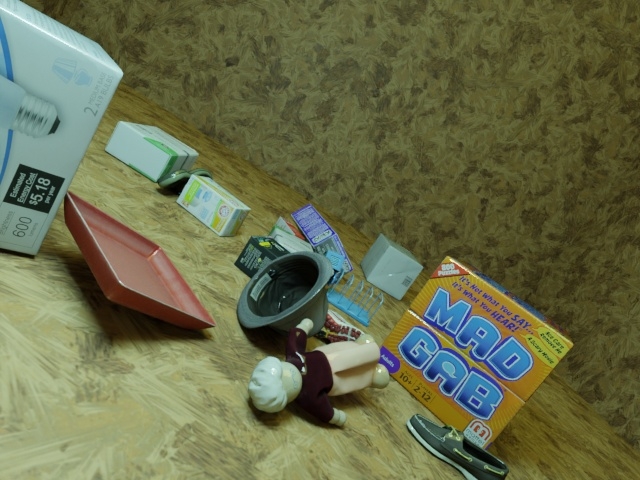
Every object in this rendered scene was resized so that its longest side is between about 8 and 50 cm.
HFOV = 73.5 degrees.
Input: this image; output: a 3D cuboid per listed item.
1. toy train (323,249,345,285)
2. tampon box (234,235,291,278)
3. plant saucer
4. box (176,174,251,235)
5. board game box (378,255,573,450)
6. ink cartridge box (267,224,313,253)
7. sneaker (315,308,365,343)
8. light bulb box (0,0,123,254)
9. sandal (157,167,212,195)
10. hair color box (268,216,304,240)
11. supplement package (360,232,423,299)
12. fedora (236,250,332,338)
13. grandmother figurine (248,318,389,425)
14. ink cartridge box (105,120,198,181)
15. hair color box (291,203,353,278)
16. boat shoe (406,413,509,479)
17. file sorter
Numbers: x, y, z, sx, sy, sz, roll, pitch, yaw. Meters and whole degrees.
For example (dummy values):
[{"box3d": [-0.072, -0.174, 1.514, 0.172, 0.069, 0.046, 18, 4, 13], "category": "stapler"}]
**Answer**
[{"box3d": [0.021, 0.096, 1.470, 0.080, 0.105, 0.184, 24, -14, -8], "category": "toy train"}, {"box3d": [-0.141, 0.072, 1.249, 0.161, 0.101, 0.120, 37, 13, 17], "category": "tampon box"}, {"box3d": [-0.330, 0.053, 0.772, 0.258, 0.048, 0.259, 44, -5, 31], "category": "plant saucer"}, {"box3d": [-0.353, -0.115, 1.428, 0.203, 0.114, 0.103, 37, 12, 13], "category": "box"}, {"box3d": [0.441, 0.300, 1.240, 0.356, 0.356, 0.356, 38, 12, 26], "category": "board game box"}, {"box3d": [-0.105, 0.048, 1.471, 0.160, 0.093, 0.219, 30, 12, -16], "category": "ink cartridge box"}, {"box3d": [0.057, 0.239, 1.127, 0.225, 0.088, 0.092, 37, 11, 16], "category": "sneaker"}, {"box3d": [-0.567, -0.216, 0.644, 0.361, 0.358, 0.225, 20, 16, -44], "category": "light bulb box"}, {"box3d": [-0.468, -0.191, 1.505, 0.086, 0.120, 0.303, 61, 13, -3], "category": "sandal"}, {"box3d": [-0.133, -0.014, 1.658, 0.053, 0.093, 0.167, 26, 14, -36], "category": "hair color box"}, {"box3d": [0.342, 0.122, 2.107, 0.198, 0.199, 0.263, 32, 11, -9], "category": "supplement package"}, {"box3d": [-0.063, 0.141, 0.990, 0.124, 0.243, 0.275, 59, -14, -25], "category": "fedora"}, {"box3d": [-0.001, 0.247, 0.820, 0.342, 0.104, 0.208, 5, 47, -52], "category": "grandmother figurine"}, {"box3d": [-0.610, -0.327, 1.592, 0.211, 0.122, 0.289, 33, 11, -3], "category": "ink cartridge box"}, {"box3d": [0.000, 0.000, 1.743, 0.185, 0.110, 0.339, 63, -4, -31], "category": "hair color box"}, {"box3d": [0.298, 0.451, 0.942, 0.227, 0.069, 0.081, 35, 11, 10], "category": "boat shoe"}, {"box3d": [0.116, 0.188, 1.462, 0.170, 0.105, 0.118, 33, 11, 0], "category": "file sorter"}]
